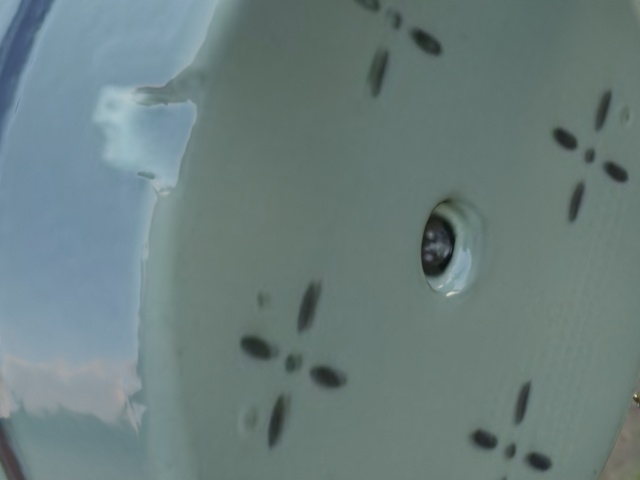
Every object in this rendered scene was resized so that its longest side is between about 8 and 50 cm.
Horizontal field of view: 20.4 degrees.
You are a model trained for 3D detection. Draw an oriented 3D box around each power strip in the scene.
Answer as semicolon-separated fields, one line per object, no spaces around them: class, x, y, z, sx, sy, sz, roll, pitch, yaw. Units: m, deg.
power strip;0.000;0.000;0.750;0.161;0.357;0.357;8;38;41

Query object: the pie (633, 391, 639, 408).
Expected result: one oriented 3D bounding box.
pie;0.165;0.064;1.531;0.068;0.282;0.128;-49;0;25
